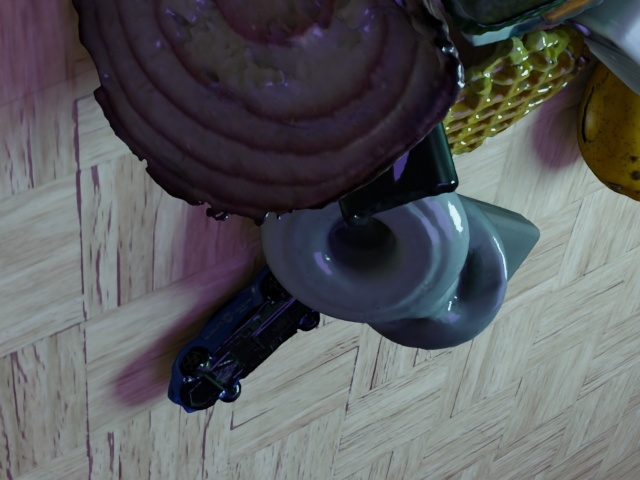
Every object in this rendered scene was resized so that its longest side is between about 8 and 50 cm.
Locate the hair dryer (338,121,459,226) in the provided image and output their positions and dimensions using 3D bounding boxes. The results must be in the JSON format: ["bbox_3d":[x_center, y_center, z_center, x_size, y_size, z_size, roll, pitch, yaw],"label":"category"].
[{"bbox_3d":[0.064,-0.135,1.152,0.116,0.244,0.302,-16,172,16],"label":"hair dryer"}]

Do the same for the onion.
[{"bbox_3d":[-0.049,-0.176,0.967,0.280,0.314,0.146,-34,-178,30],"label":"onion"}]

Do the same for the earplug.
[{"bbox_3d":[0.076,0.001,1.326,0.214,0.175,0.325,-27,146,24],"label":"earplug"}]

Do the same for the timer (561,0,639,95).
[{"bbox_3d":[0.389,-0.260,1.339,0.194,0.192,0.195,37,98,-26],"label":"timer"}]

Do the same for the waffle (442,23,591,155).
[{"bbox_3d":[0.176,-0.153,1.348,0.238,0.058,0.243,-37,166,33],"label":"waffle"}]

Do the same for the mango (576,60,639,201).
[{"bbox_3d":[0.421,-0.179,1.561,0.191,0.160,0.290,-9,130,-32],"label":"mango"}]

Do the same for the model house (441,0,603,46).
[{"bbox_3d":[0.191,-0.290,1.142,0.271,0.190,0.301,-26,178,-5],"label":"model house"}]

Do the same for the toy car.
[{"bbox_3d":[-0.087,0.103,1.386,0.216,0.063,0.103,-42,147,-3],"label":"toy car"}]

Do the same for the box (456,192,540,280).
[{"bbox_3d":[0.187,-0.001,1.587,0.244,0.055,0.103,12,117,-53],"label":"box"}]
